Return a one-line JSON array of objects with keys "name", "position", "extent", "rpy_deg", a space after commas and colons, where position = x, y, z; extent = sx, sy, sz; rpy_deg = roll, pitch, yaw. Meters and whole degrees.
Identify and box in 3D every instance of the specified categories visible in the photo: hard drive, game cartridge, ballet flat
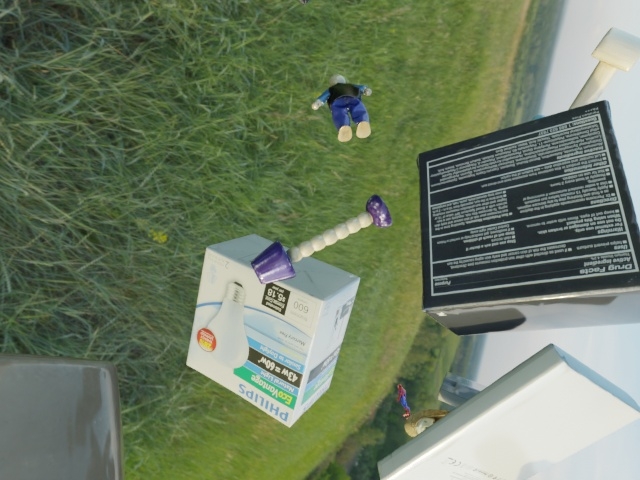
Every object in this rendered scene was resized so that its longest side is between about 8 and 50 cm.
[{"name": "hard drive", "position": [0.296, 0.320, 0.723], "extent": [0.353, 0.233, 0.047], "rpy_deg": [-46, -152, 24]}, {"name": "game cartridge", "position": [0.365, 0.354, 0.991], "extent": [0.062, 0.198, 0.297], "rpy_deg": [-66, 159, -6]}, {"name": "ballet flat", "position": [0.289, 0.437, 1.058], "extent": [0.067, 0.206, 0.072], "rpy_deg": [0, 72, -63]}]

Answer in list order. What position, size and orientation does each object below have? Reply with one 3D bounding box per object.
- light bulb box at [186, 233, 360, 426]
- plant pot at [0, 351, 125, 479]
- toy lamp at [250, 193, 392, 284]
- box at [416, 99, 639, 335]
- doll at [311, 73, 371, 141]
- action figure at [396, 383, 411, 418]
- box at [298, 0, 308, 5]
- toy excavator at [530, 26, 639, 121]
[{"name": "light bulb box", "position": [-0.131, 0.219, 1.196], "extent": [0.225, 0.358, 0.360], "rpy_deg": [-19, 127, -60]}, {"name": "plant pot", "position": [-0.272, 0.216, 0.386], "extent": [0.263, 0.263, 0.229], "rpy_deg": [43, 49, -65]}, {"name": "toy lamp", "position": [0.000, 0.000, 0.854], "extent": [0.275, 0.080, 0.080], "rpy_deg": [-29, 142, -9]}, {"name": "box", "position": [0.327, -0.015, 0.721], "extent": [0.183, 0.297, 0.293], "rpy_deg": [37, 50, -47]}, {"name": "doll", "position": [0.046, -0.287, 0.936], "extent": [0.046, 0.129, 0.188], "rpy_deg": [77, 2, -54]}, {"name": "action figure", "position": [0.267, 0.517, 1.454], "extent": [0.038, 0.030, 0.115], "rpy_deg": [45, 26, -32]}, {"name": "box", "position": [-0.029, -0.450, 0.621], "extent": [0.175, 0.220, 0.051], "rpy_deg": [-47, 143, 17]}, {"name": "toy excavator", "position": [0.584, -0.232, 1.107], "extent": [0.432, 0.222, 0.445], "rpy_deg": [-57, 163, 10]}]
